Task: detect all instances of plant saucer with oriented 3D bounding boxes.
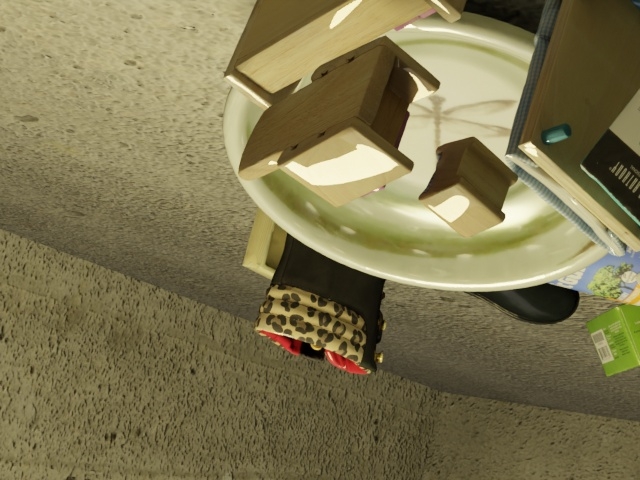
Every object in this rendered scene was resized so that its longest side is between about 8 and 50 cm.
[{"bbox_3d":[0.111,-0.098,1.094,0.401,0.100,0.400,11,146,8],"label":"plant saucer"}]

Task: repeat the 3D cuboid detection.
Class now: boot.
[{"bbox_3d":[0.294,0.057,1.762,0.247,0.094,0.207,20,173,5],"label":"boot"},{"bbox_3d":[0.069,0.026,1.431,0.138,0.284,0.377,6,165,36],"label":"boot"}]

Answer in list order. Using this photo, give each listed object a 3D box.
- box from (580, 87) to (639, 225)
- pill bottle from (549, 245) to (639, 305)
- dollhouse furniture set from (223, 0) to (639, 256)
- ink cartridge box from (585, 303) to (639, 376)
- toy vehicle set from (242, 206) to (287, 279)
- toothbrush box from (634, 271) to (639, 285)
[{"bbox_3d":[0.267,-0.104,0.658,0.060,0.244,0.100,23,-157,-33],"label":"box"},{"bbox_3d":[0.252,-0.030,1.274,0.272,0.152,0.152,14,168,1],"label":"pill bottle"},{"bbox_3d":[0.107,-0.075,0.812,0.303,0.286,0.198,35,148,-26],"label":"dollhouse furniture set"},{"bbox_3d":[0.567,0.119,1.767,0.255,0.097,0.189,-19,169,-6],"label":"ink cartridge box"},{"bbox_3d":[0.000,0.000,1.692,0.035,0.165,0.267,5,165,39],"label":"toy vehicle set"},{"bbox_3d":[0.502,0.058,1.206,0.206,0.122,0.283,-41,137,21],"label":"toothbrush box"}]
